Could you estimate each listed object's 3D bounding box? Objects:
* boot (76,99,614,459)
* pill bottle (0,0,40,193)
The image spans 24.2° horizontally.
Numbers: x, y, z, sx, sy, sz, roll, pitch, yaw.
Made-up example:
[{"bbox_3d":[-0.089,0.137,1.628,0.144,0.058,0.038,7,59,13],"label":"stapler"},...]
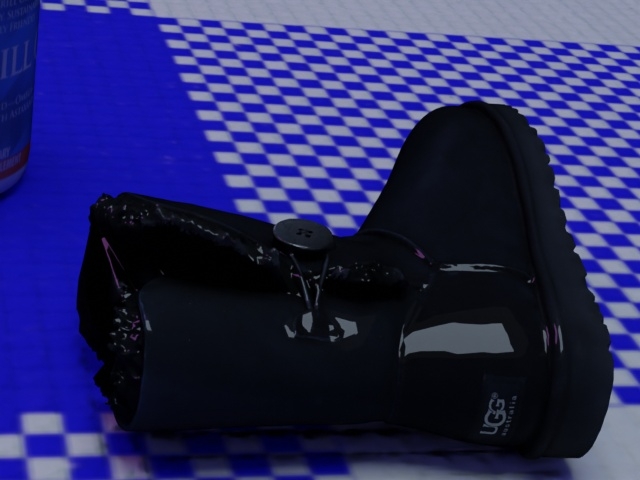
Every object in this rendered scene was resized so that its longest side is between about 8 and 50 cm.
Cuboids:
[{"bbox_3d":[0.000,0.000,0.664,0.207,0.094,0.246,8,32,-12],"label":"boot"},{"bbox_3d":[-0.199,-0.137,0.734,0.124,0.221,0.124,7,26,-4],"label":"pill bottle"}]
